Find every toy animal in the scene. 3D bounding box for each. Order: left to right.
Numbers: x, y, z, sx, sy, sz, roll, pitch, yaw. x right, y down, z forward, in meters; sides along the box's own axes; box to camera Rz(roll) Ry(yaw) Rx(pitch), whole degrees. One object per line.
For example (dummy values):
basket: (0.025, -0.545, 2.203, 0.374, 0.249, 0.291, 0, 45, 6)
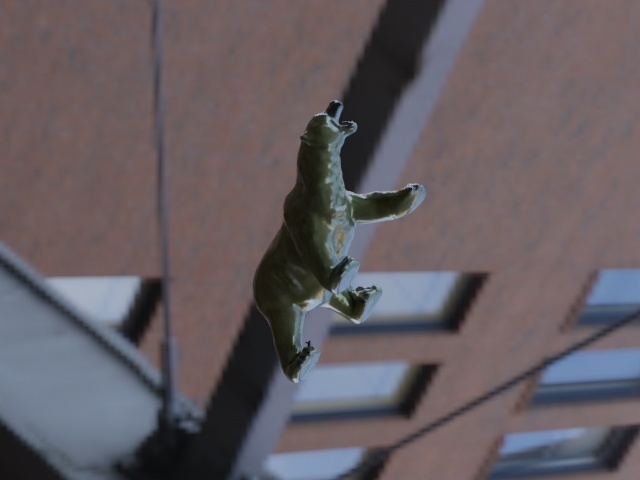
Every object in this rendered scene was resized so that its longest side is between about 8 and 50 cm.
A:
toy animal: (0.000, 0.000, 1.578, 0.101, 0.103, 0.218, 39, -45, 19)
